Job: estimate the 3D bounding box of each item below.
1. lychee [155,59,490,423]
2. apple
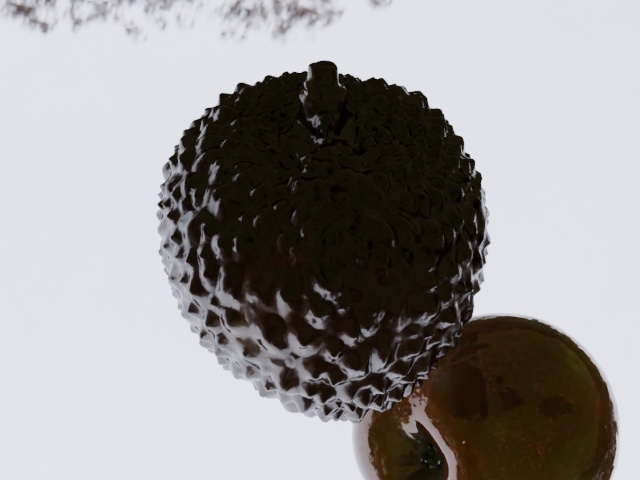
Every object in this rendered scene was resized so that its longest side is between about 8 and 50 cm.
[{"bbox_3d":[0.000,0.000,0.970,0.276,0.304,0.275,-2,-147,2],"label":"lychee"},{"bbox_3d":[0.151,0.183,1.154,0.253,0.253,0.253,12,-130,-14],"label":"apple"}]
